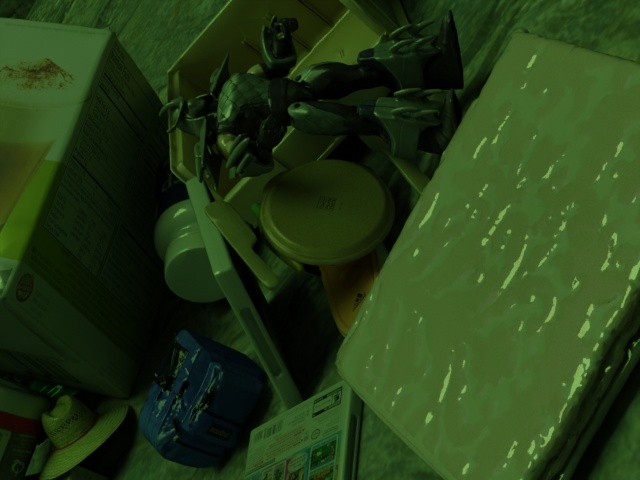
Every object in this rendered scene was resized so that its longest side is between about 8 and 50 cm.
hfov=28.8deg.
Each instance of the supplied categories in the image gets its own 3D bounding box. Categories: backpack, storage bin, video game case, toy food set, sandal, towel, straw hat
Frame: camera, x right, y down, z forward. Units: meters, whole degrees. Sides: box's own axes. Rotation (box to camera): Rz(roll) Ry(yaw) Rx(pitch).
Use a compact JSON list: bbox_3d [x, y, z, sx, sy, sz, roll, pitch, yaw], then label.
[{"bbox_3d":[-0.121,0.165,1.236,0.120,0.098,0.101,-60,30,3],"label":"backpack"},{"bbox_3d":[-0.038,-0.186,1.352,0.262,0.123,0.260,-45,28,20],"label":"storage bin"},{"bbox_3d":[-0.021,0.209,1.102,0.157,0.019,0.143,-34,38,42],"label":"video game case"},{"bbox_3d":[0.005,-0.025,1.141,0.192,0.038,0.132,-28,55,-16],"label":"toy food set"},{"bbox_3d":[0.006,-0.008,1.192,0.102,0.076,0.265,-53,27,18],"label":"sandal"},{"bbox_3d":[-0.074,0.048,1.197,0.022,0.173,0.190,-25,31,0],"label":"video game case"},{"bbox_3d":[0.153,0.013,0.937,0.331,0.053,0.317,-61,27,5],"label":"towel"},{"bbox_3d":[-0.298,0.217,1.481,0.144,0.061,0.144,-36,11,8],"label":"straw hat"}]

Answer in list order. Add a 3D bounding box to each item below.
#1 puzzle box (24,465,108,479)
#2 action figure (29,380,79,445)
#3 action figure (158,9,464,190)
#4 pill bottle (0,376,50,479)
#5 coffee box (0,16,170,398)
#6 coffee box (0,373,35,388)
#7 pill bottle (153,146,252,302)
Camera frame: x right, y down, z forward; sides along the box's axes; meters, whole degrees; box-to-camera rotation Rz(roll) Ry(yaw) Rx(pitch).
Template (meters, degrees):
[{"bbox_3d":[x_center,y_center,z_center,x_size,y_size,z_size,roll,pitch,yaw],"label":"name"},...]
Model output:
[{"bbox_3d":[-0.385,0.476,1.470,0.272,0.052,0.408,-21,47,52],"label":"puzzle box"},{"bbox_3d":[-0.365,0.223,1.626,0.232,0.063,0.137,-48,25,1],"label":"action figure"},{"bbox_3d":[-0.013,-0.131,1.145,0.285,0.099,0.185,-4,57,13],"label":"action figure"},{"bbox_3d":[-0.459,0.311,1.493,0.176,0.176,0.318,8,76,62],"label":"pill bottle"},{"bbox_3d":[-0.380,-0.044,1.488,0.338,0.338,0.334,9,69,20],"label":"coffee box"},{"bbox_3d":[-0.429,0.179,1.683,0.040,0.184,0.113,-12,53,55],"label":"coffee box"},{"bbox_3d":[-0.133,-0.023,1.419,0.112,0.112,0.186,-47,31,29],"label":"pill bottle"}]
